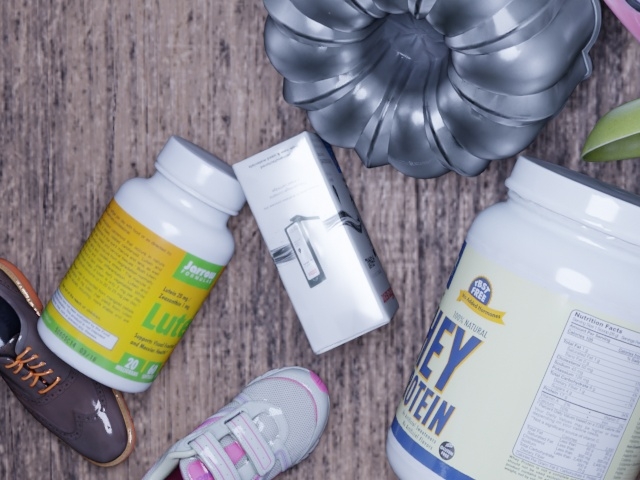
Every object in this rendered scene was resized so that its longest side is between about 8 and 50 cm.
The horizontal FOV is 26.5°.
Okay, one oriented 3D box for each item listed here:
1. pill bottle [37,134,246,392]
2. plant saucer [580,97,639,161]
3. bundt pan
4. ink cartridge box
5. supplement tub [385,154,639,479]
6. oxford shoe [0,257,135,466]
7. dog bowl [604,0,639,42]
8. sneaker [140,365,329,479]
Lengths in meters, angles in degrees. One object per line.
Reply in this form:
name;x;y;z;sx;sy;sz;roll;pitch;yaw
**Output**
pill bottle;-0.174;0.021;1.403;0.136;0.136;0.245;33;97;6
plant saucer;0.358;-0.120;1.266;0.241;0.241;0.037;-12;84;9
bundt pan;0.088;-0.188;1.271;0.331;0.124;0.331;14;135;14
ink cartridge box;0.000;0.000;1.370;0.086;0.148;0.203;-24;90;8
supplement tub;0.221;0.104;1.290;0.235;0.235;0.325;22;99;7
oxford shoe;-0.305;0.137;1.447;0.097;0.098;0.271;-43;86;8
dog bowl;0.289;-0.317;1.200;0.150;0.408;0.408;-36;87;23
sneaker;-0.094;0.229;1.414;0.252;0.111;0.103;-42;86;8
